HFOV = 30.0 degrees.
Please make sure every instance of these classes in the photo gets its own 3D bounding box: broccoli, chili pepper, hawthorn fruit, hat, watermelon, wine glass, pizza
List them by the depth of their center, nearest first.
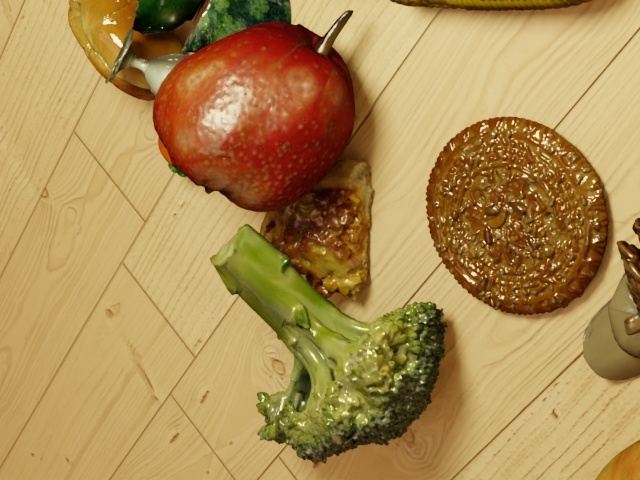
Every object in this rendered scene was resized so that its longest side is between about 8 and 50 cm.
[{"bbox_3d":[0.417,0.139,1.637,0.147,0.085,0.175,54,137,15],"label":"hat"},{"bbox_3d":[-0.076,-0.215,1.830,0.369,0.285,0.285,-44,73,19],"label":"hawthorn fruit"},{"bbox_3d":[0.022,0.148,1.877,0.353,0.275,0.397,-12,95,9],"label":"broccoli"},{"bbox_3d":[-0.160,-0.401,1.952,0.202,0.136,0.207,1,89,34],"label":"watermelon"},{"bbox_3d":[0.000,0.000,1.960,0.289,0.081,0.228,-35,81,40],"label":"pizza"},{"bbox_3d":[-0.223,-0.456,1.977,0.148,0.116,0.264,28,99,55],"label":"chili pepper"},{"bbox_3d":[-0.237,-0.265,1.992,0.222,0.103,0.103,22,128,-15],"label":"wine glass"}]

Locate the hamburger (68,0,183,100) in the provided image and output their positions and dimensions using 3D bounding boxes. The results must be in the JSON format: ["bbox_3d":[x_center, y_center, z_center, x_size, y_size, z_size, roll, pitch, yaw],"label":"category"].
[{"bbox_3d":[-0.343,-0.363,2.091,0.144,0.156,0.283,-38,76,40],"label":"hamburger"}]

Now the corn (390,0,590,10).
[{"bbox_3d":[0.232,-0.372,1.623,0.363,0.120,0.120,10,109,39],"label":"corn"}]

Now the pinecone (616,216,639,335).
[{"bbox_3d":[0.494,0.054,1.459,0.257,0.243,0.243,-12,95,38],"label":"pinecone"}]

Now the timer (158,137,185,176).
[{"bbox_3d":[-0.228,-0.164,2.097,0.136,0.099,0.136,28,126,46],"label":"timer"}]

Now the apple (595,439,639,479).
[{"bbox_3d":[0.487,0.384,1.564,0.286,0.233,0.286,17,116,40],"label":"apple"}]

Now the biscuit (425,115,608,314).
[{"bbox_3d":[0.278,-0.032,1.741,0.305,0.038,0.305,14,112,37],"label":"biscuit"}]
